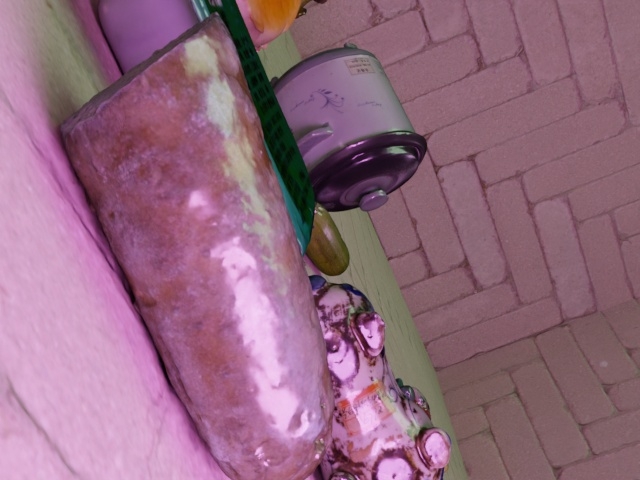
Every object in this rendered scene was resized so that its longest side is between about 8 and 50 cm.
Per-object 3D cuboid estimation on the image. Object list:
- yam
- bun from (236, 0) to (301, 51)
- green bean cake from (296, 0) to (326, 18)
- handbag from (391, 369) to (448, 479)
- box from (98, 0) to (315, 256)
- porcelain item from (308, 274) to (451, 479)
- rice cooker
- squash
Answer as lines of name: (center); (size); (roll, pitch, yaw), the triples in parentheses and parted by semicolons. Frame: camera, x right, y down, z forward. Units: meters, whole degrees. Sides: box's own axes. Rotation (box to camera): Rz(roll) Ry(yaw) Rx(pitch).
yam: (-0.075, 0.019, 0.554); (0.133, 0.133, 0.330); (-74, 147, -78)
bun: (-0.134, -0.415, 1.118); (0.299, 0.165, 0.298); (6, 90, -71)
green bean cake: (-0.138, -0.546, 1.414); (0.285, 0.202, 0.309); (32, -29, 24)
handbag: (0.178, 0.387, 1.406); (0.268, 0.100, 0.274); (58, 14, -52)
box: (-0.112, -0.143, 0.792); (0.264, 0.106, 0.336); (-86, 153, -75)
porcelain item: (0.029, 0.174, 0.891); (0.287, 0.138, 0.186); (63, -10, -5)
rice cooker: (0.047, -0.193, 1.500); (0.317, 0.264, 0.316); (36, 35, -31)
squash: (0.000, 0.000, 1.347); (0.239, 0.069, 0.069); (59, 12, -63)
